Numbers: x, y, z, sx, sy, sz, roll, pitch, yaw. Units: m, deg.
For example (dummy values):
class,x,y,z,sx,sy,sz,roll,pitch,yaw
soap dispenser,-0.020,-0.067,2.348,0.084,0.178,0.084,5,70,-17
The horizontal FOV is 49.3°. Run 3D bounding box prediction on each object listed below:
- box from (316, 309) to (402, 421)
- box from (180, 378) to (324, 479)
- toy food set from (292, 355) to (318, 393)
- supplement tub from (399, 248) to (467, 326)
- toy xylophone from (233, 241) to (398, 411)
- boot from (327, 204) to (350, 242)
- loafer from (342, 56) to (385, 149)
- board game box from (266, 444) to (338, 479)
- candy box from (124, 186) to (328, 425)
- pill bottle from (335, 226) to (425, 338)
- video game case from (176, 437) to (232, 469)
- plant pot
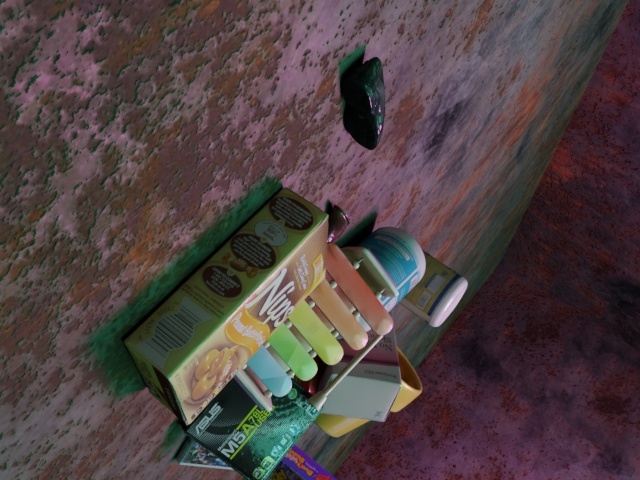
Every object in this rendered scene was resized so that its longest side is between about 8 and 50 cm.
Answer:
class,x,y,z,sx,sy,sz,roll,pitch,yaw
box,0.073,0.240,1.457,0.232,0.149,0.126,-93,-164,-51
box,-0.118,0.313,1.248,0.190,0.184,0.045,-48,-156,-9
toy food set,-0.064,0.245,1.384,0.232,0.111,0.104,25,69,-61
supplement tub,0.246,0.104,1.730,0.144,0.200,0.144,-47,161,-22
toy xylophone,0.001,0.161,1.206,0.322,0.236,0.081,-48,-158,-8
boot,0.000,0.000,1.212,0.114,0.037,0.106,-44,161,-17
loafer,0.074,-0.194,1.018,0.061,0.062,0.170,-54,163,-19
board game box,-0.100,0.734,1.915,0.078,0.233,0.347,-26,146,-56
candy box,-0.118,0.092,0.992,0.316,0.087,0.183,-46,159,-25
pill bottle,0.090,0.089,1.409,0.264,0.146,0.146,-37,155,-42
video game case,-0.155,0.364,1.333,0.190,0.022,0.173,21,105,-39
plant pot,0.079,0.344,1.711,0.239,0.254,0.254,-41,163,10
